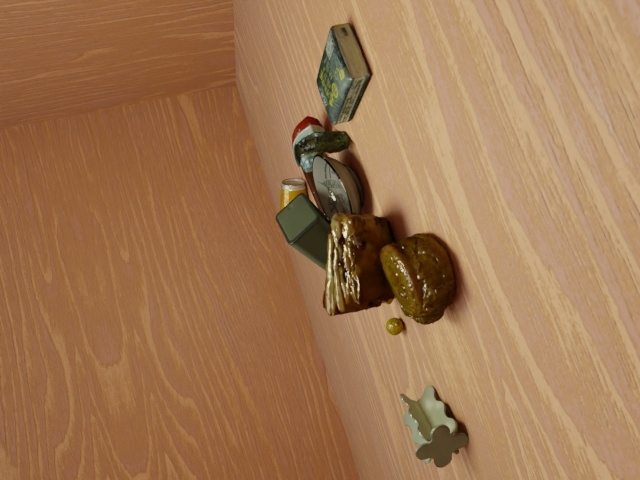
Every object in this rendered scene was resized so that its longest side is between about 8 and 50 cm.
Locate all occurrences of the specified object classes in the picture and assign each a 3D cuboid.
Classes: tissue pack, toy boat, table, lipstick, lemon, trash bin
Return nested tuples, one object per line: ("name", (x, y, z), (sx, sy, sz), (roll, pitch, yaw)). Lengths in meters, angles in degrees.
("tissue pack", (0.061, -0.507, 1.251), (0.257, 0.081, 0.185), (125, 129, -73))
("toy boat", (-0.040, -0.385, 1.667), (0.332, 0.145, 0.133), (101, 151, -75))
("table", (0.344, 0.579, 1.276), (0.198, 0.166, 0.166), (-117, 15, -68))
("lipstick", (-0.029, -0.269, 1.961), (0.057, 0.057, 0.357), (101, 149, -63))
("lemon", (0.266, 0.310, 1.440), (0.083, 0.062, 0.062), (104, 147, -62))
("trash bin", (0.000, 0.000, 1.628), (0.343, 0.158, 0.223), (44, -172, -39))

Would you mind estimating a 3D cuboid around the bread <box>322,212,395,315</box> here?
("bread", (0.142, 0.081, 1.257), (0.167, 0.277, 0.324), (9, 95, 35))

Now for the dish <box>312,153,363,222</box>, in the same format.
("dish", (0.080, -0.185, 1.493), (0.316, 0.106, 0.316), (59, 164, 29))

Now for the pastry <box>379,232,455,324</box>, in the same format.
("pastry", (0.267, 0.100, 1.080), (0.240, 0.132, 0.235), (-150, 36, -81))

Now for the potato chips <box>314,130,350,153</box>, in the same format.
("potato chips", (0.036, -0.354, 1.452), (0.026, 0.142, 0.209), (53, -156, -34))

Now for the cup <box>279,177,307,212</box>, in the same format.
("cup", (-0.149, -0.203, 2.284), (0.196, 0.196, 0.280), (-129, 35, -58))

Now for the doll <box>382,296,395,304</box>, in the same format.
("doll", (0.234, 0.156, 1.412), (0.113, 0.071, 0.135), (-86, -10, -75))
